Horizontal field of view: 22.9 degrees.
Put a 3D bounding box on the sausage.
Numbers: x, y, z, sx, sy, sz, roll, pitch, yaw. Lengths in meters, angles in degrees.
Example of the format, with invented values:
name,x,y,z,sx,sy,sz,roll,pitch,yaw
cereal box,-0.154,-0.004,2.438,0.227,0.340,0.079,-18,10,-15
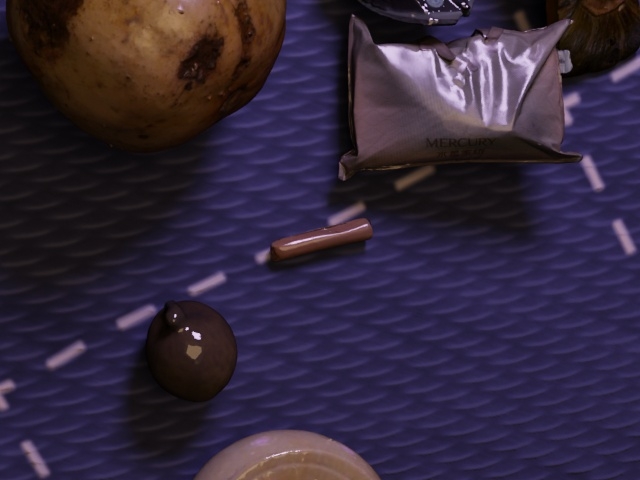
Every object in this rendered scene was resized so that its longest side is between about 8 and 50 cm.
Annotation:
name,x,y,z,sx,sy,sz,roll,pitch,yaw
sausage,0.000,0.000,1.733,0.116,0.026,0.026,-14,94,-15

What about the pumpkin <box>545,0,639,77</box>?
name,x,y,z,sx,sy,sz,roll,pitch,yaw
pumpkin,0.269,-0.341,1.785,0.139,0.190,0.280,-24,140,-15

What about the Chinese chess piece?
name,x,y,z,sx,sy,sz,roll,pitch,yaw
Chinese chess piece,-0.036,0.328,1.683,0.251,0.097,0.251,0,90,-17

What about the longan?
name,x,y,z,sx,sy,sz,roll,pitch,yaw
longan,-0.138,0.110,1.649,0.106,0.106,0.119,-34,132,-14

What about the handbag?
name,x,y,z,sx,sy,sz,roll,pitch,yaw
handbag,0.148,-0.162,1.721,0.270,0.117,0.182,-3,93,-1

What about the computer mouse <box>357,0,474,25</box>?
name,x,y,z,sx,sy,sz,roll,pitch,yaw
computer mouse,0.079,-0.286,1.716,0.192,0.062,0.106,40,51,19

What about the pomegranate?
name,x,y,z,sx,sy,sz,roll,pitch,yaw
pomegranate,-0.172,-0.220,1.562,0.281,0.281,0.281,0,90,-16
